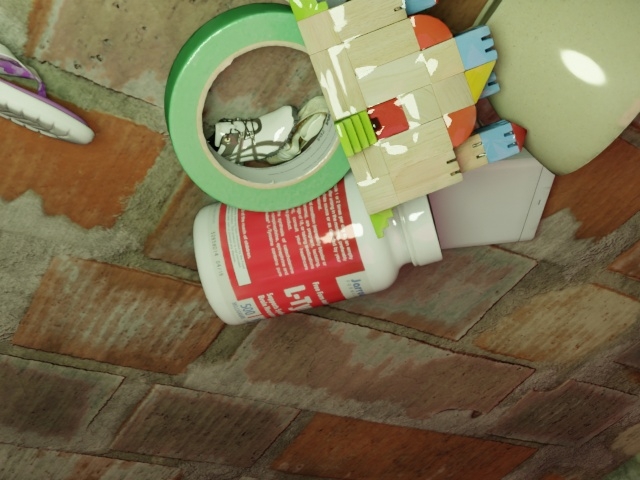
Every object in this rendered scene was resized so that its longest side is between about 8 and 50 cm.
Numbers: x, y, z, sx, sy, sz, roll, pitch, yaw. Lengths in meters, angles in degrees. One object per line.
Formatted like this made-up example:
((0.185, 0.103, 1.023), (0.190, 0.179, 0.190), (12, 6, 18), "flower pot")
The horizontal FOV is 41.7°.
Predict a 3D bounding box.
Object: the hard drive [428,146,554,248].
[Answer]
((0.275, -0.076, 1.659), (0.352, 0.047, 0.233), (-5, 136, -10), "hard drive")

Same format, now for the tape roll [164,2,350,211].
((-0.082, -0.205, 1.327), (0.321, 0.077, 0.321), (-7, 119, -14), "tape roll")

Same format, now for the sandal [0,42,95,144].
((-0.496, -0.258, 1.202), (0.416, 0.169, 0.102), (27, 83, -36), "sandal")

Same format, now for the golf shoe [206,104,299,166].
((-0.128, -0.175, 1.420), (0.198, 0.077, 0.094), (-34, 134, 17), "golf shoe")

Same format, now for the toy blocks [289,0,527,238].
((0.138, -0.221, 1.197), (0.260, 0.191, 0.382), (-20, 103, 5), "toy blocks")

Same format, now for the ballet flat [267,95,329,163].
((-0.041, -0.181, 1.454), (0.057, 0.052, 0.168), (22, 126, -33), "ballet flat")

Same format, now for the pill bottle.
((0.000, 0.000, 1.496), (0.407, 0.229, 0.229), (-14, 138, 10), "pill bottle")

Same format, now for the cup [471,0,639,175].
((0.362, -0.300, 1.288), (0.237, 0.331, 0.331), (32, 124, -6), "cup")

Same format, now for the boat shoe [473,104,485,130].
((0.214, -0.238, 1.431), (0.094, 0.109, 0.302), (-40, 129, 22), "boat shoe")

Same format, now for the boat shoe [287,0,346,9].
((-0.066, -0.400, 1.184), (0.084, 0.095, 0.258), (11, 159, 42), "boat shoe")
